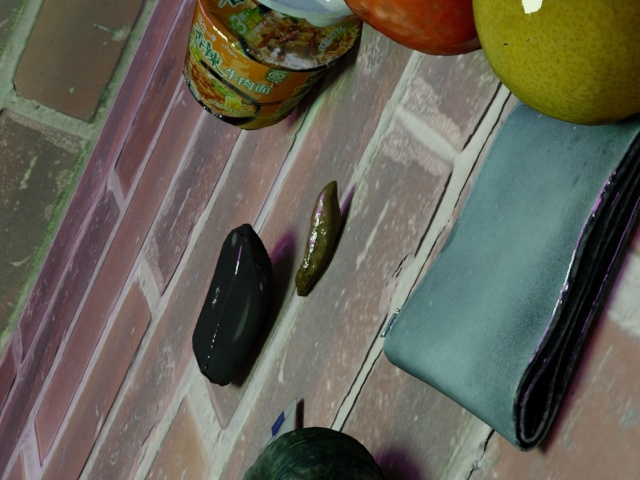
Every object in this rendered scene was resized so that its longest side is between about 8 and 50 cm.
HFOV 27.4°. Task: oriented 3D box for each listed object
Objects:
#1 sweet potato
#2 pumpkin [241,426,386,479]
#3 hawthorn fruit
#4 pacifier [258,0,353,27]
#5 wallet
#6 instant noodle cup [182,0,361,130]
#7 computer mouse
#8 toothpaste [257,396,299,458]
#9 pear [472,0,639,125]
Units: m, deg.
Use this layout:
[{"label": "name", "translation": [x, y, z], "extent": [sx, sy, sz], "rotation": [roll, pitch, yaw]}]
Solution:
[{"label": "sweet potato", "translation": [-0.001, 0.002, 1.581], "extent": [0.041, 0.038, 0.153], "rotation": [-67, -6, -77]}, {"label": "pumpkin", "translation": [-0.021, 0.277, 1.225], "extent": [0.211, 0.152, 0.212], "rotation": [-161, 90, -83]}, {"label": "hawthorn fruit", "translation": [0.150, -0.288, 1.291], "extent": [0.271, 0.242, 0.242], "rotation": [37, 107, 35]}, {"label": "pacifier", "translation": [0.020, -0.338, 1.637], "extent": [0.279, 0.227, 0.207], "rotation": [-40, -16, -27]}, {"label": "wallet", "translation": [0.170, 0.013, 1.150], "extent": [0.290, 0.054, 0.251], "rotation": [-67, 24, 1]}, {"label": "instant noodle cup", "translation": [-0.082, -0.272, 1.791], "extent": [0.182, 0.230, 0.230], "rotation": [126, 155, -53]}, {"label": "computer mouse", "translation": [-0.107, 0.084, 1.702], "extent": [0.122, 0.073, 0.217], "rotation": [-116, 45, -64]}, {"label": "toothpaste", "translation": [-0.054, 0.294, 1.437], "extent": [0.096, 0.061, 0.266], "rotation": [-54, 19, 36]}, {"label": "pear", "translation": [0.216, -0.189, 1.030], "extent": [0.209, 0.208, 0.209], "rotation": [-49, 29, 40]}]
